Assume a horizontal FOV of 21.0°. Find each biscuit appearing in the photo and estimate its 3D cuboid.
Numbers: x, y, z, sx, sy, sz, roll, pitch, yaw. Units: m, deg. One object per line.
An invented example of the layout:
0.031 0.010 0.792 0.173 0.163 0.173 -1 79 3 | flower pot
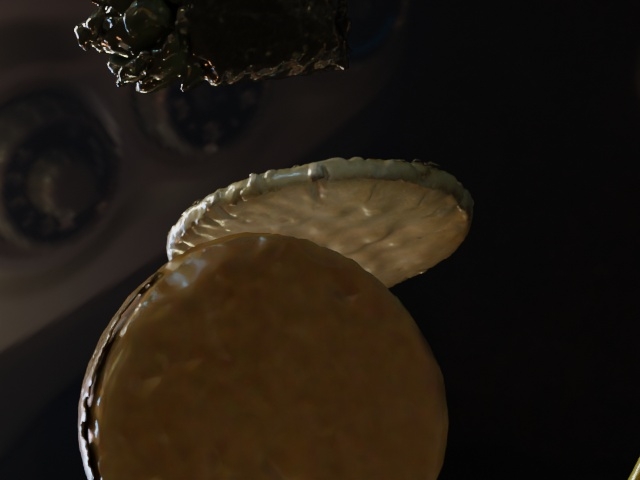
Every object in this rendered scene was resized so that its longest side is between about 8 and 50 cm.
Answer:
-0.014 0.165 0.592 0.047 0.216 0.339 -164 65 -73 | biscuit
0.000 0.000 0.806 0.152 0.152 0.020 132 135 -55 | biscuit

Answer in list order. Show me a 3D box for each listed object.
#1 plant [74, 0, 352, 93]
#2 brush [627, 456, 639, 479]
-0.055 -0.121 0.902 0.143 0.094 0.092 0 120 4 | plant
0.059 0.067 0.320 0.010 0.083 0.218 -119 49 -64 | brush
